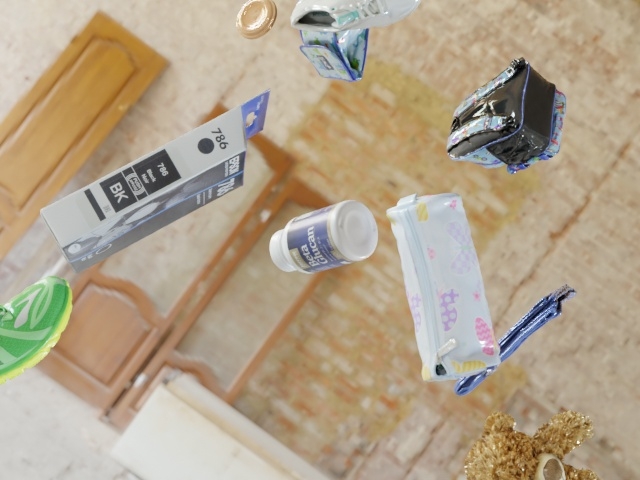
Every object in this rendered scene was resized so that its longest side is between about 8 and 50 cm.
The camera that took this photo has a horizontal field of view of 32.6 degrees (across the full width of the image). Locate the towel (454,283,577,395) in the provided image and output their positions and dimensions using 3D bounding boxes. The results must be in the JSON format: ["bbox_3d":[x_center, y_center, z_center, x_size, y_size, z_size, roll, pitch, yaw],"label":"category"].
[{"bbox_3d":[0.362,0.179,1.988,0.040,0.243,0.336,47,14,12],"label":"towel"}]

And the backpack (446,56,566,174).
[{"bbox_3d":[0.290,-0.183,1.754,0.117,0.158,0.173,31,-36,-28],"label":"backpack"}]

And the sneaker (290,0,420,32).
[{"bbox_3d":[0.054,-0.362,1.734,0.094,0.212,0.080,-63,140,-62],"label":"sneaker"}]

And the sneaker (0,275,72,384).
[{"bbox_3d":[-0.448,0.125,1.379,0.109,0.295,0.124,34,-30,52],"label":"sneaker"}]

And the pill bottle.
[{"bbox_3d":[0.000,0.000,1.706,0.094,0.094,0.169,37,-35,-30],"label":"pill bottle"}]

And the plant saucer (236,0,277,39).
[{"bbox_3d":[-0.116,-0.400,1.956,0.083,0.083,0.013,35,3,35],"label":"plant saucer"}]

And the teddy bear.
[{"bbox_3d":[0.327,0.365,1.507,0.113,0.245,0.338,13,-40,47],"label":"teddy bear"}]

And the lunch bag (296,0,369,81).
[{"bbox_3d":[0.025,-0.361,1.955,0.129,0.096,0.151,22,-54,60],"label":"lunch bag"}]

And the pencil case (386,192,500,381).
[{"bbox_3d":[0.174,0.068,1.578,0.124,0.273,0.113,-7,-7,-43],"label":"pencil case"}]

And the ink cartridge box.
[{"bbox_3d":[-0.197,-0.074,1.438,0.065,0.332,0.165,57,-11,9],"label":"ink cartridge box"}]
